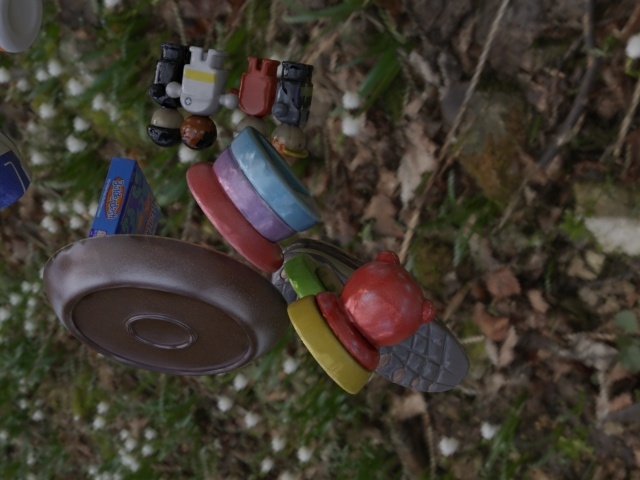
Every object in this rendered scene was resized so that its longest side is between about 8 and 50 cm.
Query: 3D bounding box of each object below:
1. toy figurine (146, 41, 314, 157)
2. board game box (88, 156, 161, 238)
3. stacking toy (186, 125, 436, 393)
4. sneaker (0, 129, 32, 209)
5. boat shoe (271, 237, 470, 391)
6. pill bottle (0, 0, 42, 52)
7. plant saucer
[{"bbox_3d":[-0.126,-0.187,1.338,0.213,0.148,0.209,4,-169,-28],"label":"toy figurine"},{"bbox_3d":[-0.346,-0.030,1.718,0.047,0.160,0.210,9,158,7],"label":"board game box"},{"bbox_3d":[0.000,0.000,1.111,0.309,0.130,0.279,52,-173,0],"label":"stacking toy"},{"bbox_3d":[-0.541,-0.130,1.279,0.315,0.127,0.182,50,-164,-33],"label":"sneaker"},{"bbox_3d":[0.089,0.101,1.487,0.355,0.132,0.130,36,-153,-16],"label":"boat shoe"},{"bbox_3d":[-0.539,-0.350,1.426,0.221,0.121,0.121,9,159,15],"label":"pill bottle"},{"bbox_3d":[-0.194,0.096,1.189,0.311,0.050,0.310,6,148,4],"label":"plant saucer"}]
